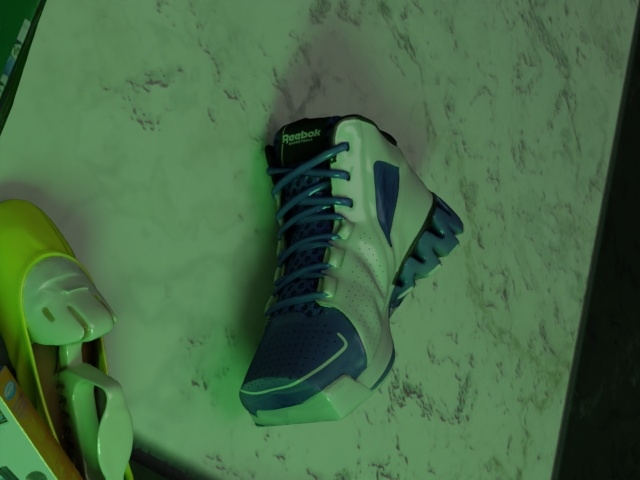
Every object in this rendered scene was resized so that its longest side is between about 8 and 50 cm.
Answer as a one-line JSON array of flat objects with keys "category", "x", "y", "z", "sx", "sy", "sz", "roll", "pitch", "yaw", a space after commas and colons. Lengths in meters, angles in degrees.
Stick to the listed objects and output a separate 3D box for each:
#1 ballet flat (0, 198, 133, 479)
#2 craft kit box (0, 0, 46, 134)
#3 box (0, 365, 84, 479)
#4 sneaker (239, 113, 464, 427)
[{"category": "ballet flat", "x": -0.166, "y": 0.082, "z": 0.663, "sx": 0.077, "sy": 0.077, "sz": 0.230, "roll": -13, "pitch": 94, "yaw": -50}, {"category": "craft kit box", "x": -0.208, "y": -0.026, "z": 0.510, "sx": 0.061, "sy": 0.247, "sz": 0.249, "roll": 23, "pitch": 67, "yaw": -20}, {"category": "box", "x": -0.204, "y": 0.137, "z": 0.610, "sx": 0.028, "sy": 0.081, "sz": 0.136, "roll": -88, "pitch": 152, "yaw": -64}, {"category": "sneaker", "x": 0.001, "y": -0.001, "z": 0.844, "sx": 0.182, "sy": 0.127, "sz": 0.315, "roll": 58, "pitch": 40, "yaw": -20}]
